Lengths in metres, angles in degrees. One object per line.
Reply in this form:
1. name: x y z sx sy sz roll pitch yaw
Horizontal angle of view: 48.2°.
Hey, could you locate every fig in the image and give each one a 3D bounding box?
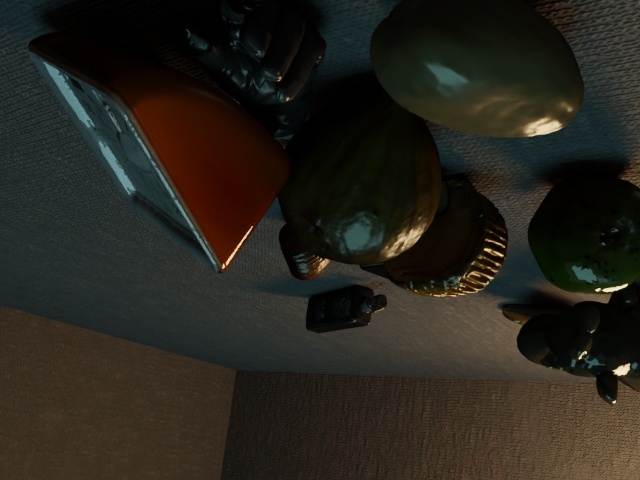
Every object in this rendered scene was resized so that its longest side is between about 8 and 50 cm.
1. fig: 0.077 -0.113 0.863 0.216 0.217 0.321 12 140 -15
2. fig: -0.014 -0.002 1.385 0.119 0.153 0.119 42 164 15

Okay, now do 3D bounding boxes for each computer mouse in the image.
1. computer mouse: 0.569 0.198 1.841 0.198 0.045 0.102 1 159 15

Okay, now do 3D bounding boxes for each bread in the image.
1. bread: 0.196 0.002 1.133 0.199 0.199 0.104 -9 157 41

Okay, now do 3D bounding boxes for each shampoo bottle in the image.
1. shampoo bottle: 0.069 0.180 1.886 0.071 0.098 0.309 22 157 -29

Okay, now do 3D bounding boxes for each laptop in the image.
1. laptop: 0.204 0.075 1.620 0.153 0.026 0.207 -11 156 43

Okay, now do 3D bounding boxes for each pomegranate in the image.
1. pomegranate: 0.393 -0.011 1.074 0.181 0.182 0.224 9 -176 -5

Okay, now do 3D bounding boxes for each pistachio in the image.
1. pistachio: 0.156 -0.170 0.692 0.225 0.136 0.136 13 161 -19

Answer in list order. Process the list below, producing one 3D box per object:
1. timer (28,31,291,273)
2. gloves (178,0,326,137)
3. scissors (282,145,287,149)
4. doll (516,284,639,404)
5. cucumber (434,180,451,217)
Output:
1. timer: -0.192 -0.125 0.812 0.257 0.161 0.250 32 170 44
2. gloves: -0.065 -0.189 0.756 0.142 0.119 0.285 -1 177 0
3. scissors: 0.027 -0.124 1.058 0.204 0.027 0.101 2 160 7
4. doll: 0.676 0.215 1.634 0.382 0.252 0.378 11 -173 -13
5. cucumber: 0.097 -0.061 1.128 0.211 0.062 0.078 -2 172 44
